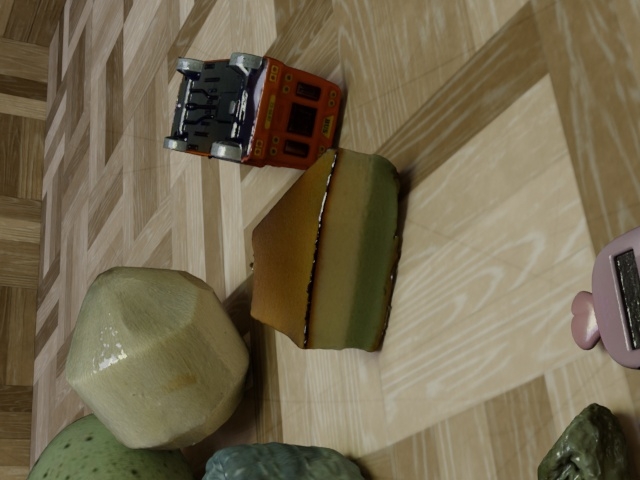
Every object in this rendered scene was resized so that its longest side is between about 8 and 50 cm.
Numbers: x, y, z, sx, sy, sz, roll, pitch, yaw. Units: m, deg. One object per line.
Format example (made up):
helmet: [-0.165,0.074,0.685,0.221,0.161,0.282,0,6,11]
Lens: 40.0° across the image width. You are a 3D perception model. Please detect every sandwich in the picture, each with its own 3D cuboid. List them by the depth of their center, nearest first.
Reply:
sandwich: [0.000,0.000,1.010,0.186,0.108,0.220,22,105,62]

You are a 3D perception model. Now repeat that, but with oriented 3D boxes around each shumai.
shumai: [0.205,0.168,0.632,0.080,0.082,0.083,36,154,23]

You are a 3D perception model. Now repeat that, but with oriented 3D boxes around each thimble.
thimble: [-0.040,0.344,0.938,0.205,0.172,0.250,136,138,-57]

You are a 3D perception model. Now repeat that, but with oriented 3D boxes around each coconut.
coconut: [-0.236,0.155,1.247,0.266,0.237,0.237,55,155,-13]

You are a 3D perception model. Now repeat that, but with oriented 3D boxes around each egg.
egg: [-0.314,0.434,1.309,0.287,0.287,0.379,-60,37,36]

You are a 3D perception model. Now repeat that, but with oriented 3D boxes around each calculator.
calculator: [0.242,0.037,0.624,0.166,0.024,0.103,-35,53,53]

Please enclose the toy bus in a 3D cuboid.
toy bus: [-0.107,-0.174,1.221,0.329,0.153,0.143,16,96,61]
